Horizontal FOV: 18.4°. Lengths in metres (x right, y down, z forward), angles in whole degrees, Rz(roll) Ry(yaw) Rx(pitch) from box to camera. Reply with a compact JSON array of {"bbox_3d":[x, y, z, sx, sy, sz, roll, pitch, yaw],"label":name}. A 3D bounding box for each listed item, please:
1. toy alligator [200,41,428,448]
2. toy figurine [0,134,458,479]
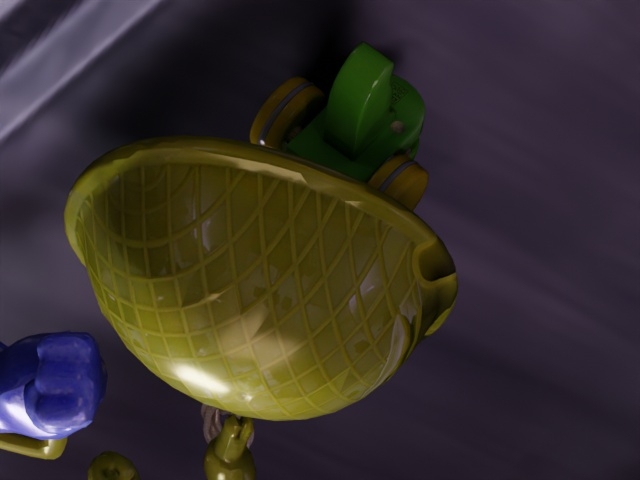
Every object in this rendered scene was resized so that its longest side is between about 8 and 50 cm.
[{"bbox_3d":[0.000,0.000,0.686,0.051,0.056,0.190,-36,156,-44],"label":"toy alligator"},{"bbox_3d":[-0.143,0.046,0.540,0.362,0.217,0.191,24,123,-17],"label":"toy figurine"}]
